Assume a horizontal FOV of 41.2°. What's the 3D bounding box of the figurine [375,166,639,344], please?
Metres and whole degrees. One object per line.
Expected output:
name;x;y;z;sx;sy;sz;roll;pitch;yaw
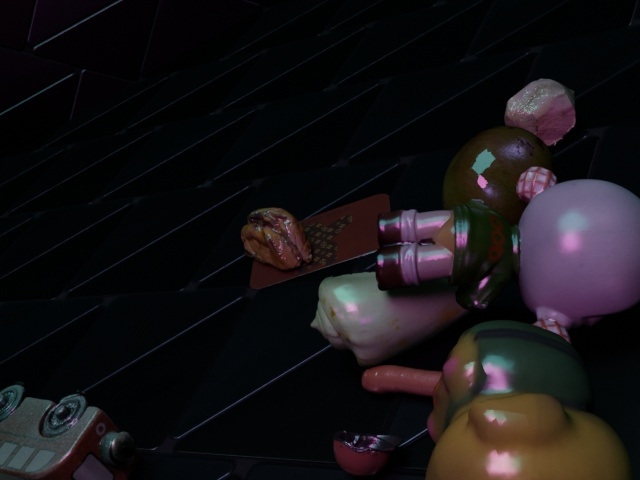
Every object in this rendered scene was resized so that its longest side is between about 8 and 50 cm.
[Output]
figurine;0.256;0.012;1.060;0.370;0.167;0.281;0;58;9

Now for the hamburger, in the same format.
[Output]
hamburger;-0.080;-0.020;1.497;0.087;0.102;0.176;-28;27;-25

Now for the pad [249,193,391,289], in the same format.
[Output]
pad;0.000;0.000;1.504;0.267;0.004;0.181;-19;31;15

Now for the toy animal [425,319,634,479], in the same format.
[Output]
toy animal;0.200;0.222;0.835;0.191;0.216;0.338;13;33;1

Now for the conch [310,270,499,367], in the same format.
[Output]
conch;0.109;0.084;1.181;0.251;0.143;0.137;-22;70;-16

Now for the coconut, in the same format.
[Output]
coconut;0.378;-0.216;1.431;0.124;0.110;0.110;-38;31;-4

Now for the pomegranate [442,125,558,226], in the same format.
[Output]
pomegranate;0.271;-0.060;1.238;0.179;0.179;0.210;-27;61;2

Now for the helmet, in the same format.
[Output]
helmet;0.055;0.260;1.022;0.084;0.049;0.065;5;2;4

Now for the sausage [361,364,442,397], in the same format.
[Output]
sausage;0.133;0.184;1.083;0.186;0.043;0.043;1;41;40

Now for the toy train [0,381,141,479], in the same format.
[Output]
toy train;-0.407;0.307;1.243;0.326;0.129;0.159;-1;45;37
